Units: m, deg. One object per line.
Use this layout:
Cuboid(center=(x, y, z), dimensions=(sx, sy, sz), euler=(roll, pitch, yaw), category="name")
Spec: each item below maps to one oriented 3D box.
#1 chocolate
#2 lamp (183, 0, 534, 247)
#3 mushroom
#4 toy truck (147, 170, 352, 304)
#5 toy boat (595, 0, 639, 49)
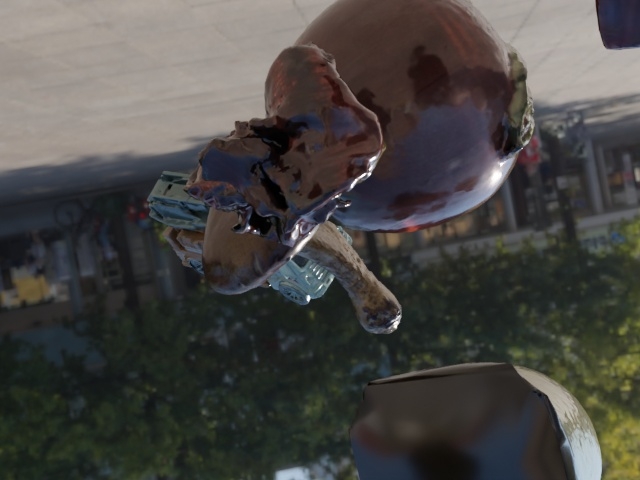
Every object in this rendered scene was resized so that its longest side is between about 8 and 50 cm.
Cuboid(center=(0.250, 0.314, 1.387), dimensions=(0.314, 0.326, 0.297), euler=(-16, -178, 30), category="chocolate")
Cuboid(center=(0.039, -0.065, 0.546), dimensions=(0.223, 0.151, 0.215), euler=(-51, -177, -16), category="lamp")
Cuboid(center=(0.000, 0.000, 0.887), dimensions=(0.148, 0.217, 0.227), euler=(-26, -144, 38), category="mushroom")
Cuboid(center=(-0.104, -0.019, 1.428), dimensions=(0.338, 0.133, 0.184), euler=(12, 152, 39), category="toy truck")
Cuboid(center=(0.109, -0.237, 0.224), dimensions=(0.079, 0.392, 0.136), euler=(18, -136, 34), category="toy boat")
